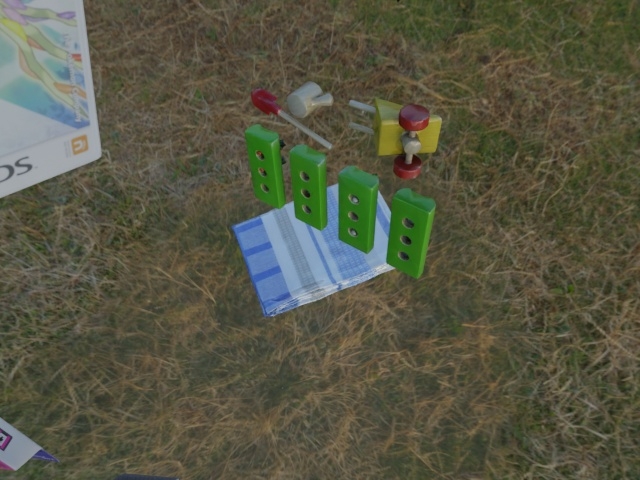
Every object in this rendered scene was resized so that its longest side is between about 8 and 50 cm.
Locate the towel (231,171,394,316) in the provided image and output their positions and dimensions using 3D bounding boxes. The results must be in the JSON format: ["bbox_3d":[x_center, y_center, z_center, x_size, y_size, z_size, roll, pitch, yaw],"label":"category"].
[{"bbox_3d":[0.000,0.000,0.930,0.285,0.034,0.209,-22,61,-5],"label":"towel"}]

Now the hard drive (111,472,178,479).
[{"bbox_3d":[-0.369,0.469,0.838,0.172,0.255,0.054,-12,93,31],"label":"hard drive"}]

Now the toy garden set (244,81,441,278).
[{"bbox_3d":[0.023,-0.088,0.575,0.244,0.204,0.049,28,55,24],"label":"toy garden set"}]

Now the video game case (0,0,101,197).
[{"bbox_3d":[-0.307,-0.155,0.372,0.036,0.329,0.300,28,42,21],"label":"video game case"}]

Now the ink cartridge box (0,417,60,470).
[{"bbox_3d":[-0.645,0.324,0.910,0.176,0.371,0.069,-3,46,20],"label":"ink cartridge box"}]
